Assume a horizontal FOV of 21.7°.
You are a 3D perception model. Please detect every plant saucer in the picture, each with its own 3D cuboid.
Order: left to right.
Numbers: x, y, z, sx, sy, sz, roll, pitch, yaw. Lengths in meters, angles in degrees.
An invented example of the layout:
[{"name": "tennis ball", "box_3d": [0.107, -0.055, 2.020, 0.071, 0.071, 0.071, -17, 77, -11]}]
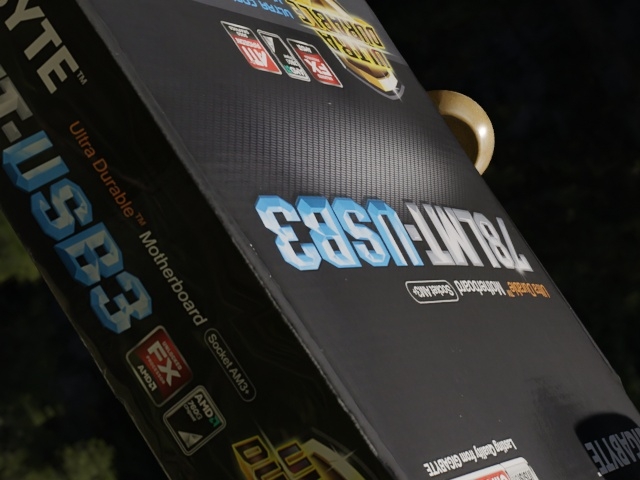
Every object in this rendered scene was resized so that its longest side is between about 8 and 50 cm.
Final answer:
[{"name": "plant saucer", "box_3d": [0.086, -0.068, 1.222, 0.083, 0.083, 0.015, -29, -158, 12]}]

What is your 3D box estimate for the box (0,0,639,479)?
[{"name": "box", "box_3d": [0.000, 0.000, 0.621, 0.073, 0.293, 0.295, -40, 163, 19]}]
